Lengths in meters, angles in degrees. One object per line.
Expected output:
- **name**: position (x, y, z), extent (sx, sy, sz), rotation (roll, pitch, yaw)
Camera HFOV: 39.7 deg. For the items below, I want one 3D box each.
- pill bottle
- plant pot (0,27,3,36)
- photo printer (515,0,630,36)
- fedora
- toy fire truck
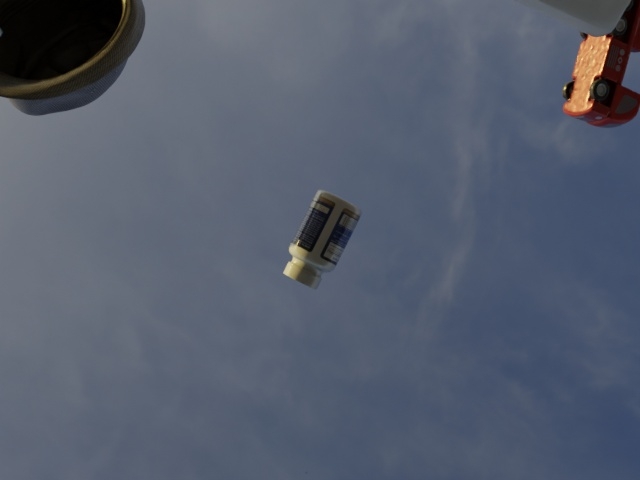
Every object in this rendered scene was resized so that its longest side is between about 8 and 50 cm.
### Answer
- **pill bottle**: position (0.000, 0.000, 1.154), extent (0.067, 0.067, 0.120), rotation (27, -91, 6)
- **plant pot**: position (-0.351, -0.139, 0.610), extent (0.196, 0.293, 0.293), rotation (38, -104, -23)
- **photo printer**: position (0.155, -0.339, 0.710), extent (0.307, 0.107, 0.256), rotation (23, -64, -9)
- **fedora**: position (-0.370, -0.266, 1.242), extent (0.243, 0.124, 0.275), rotation (29, -117, 15)
- **toy fire truck**: position (0.320, -0.195, 0.869), extent (0.135, 0.047, 0.192), rotation (15, -90, -25)
